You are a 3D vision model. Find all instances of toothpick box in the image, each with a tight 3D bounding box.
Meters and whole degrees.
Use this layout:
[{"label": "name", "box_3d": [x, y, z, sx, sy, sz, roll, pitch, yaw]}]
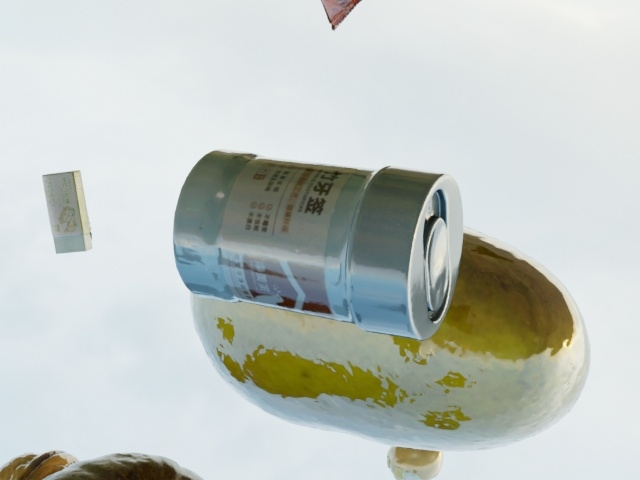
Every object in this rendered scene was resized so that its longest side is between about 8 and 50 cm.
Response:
[{"label": "toothpick box", "box_3d": [0.000, 0.000, 0.556, 0.153, 0.101, 0.101, 8, -150, 25]}]

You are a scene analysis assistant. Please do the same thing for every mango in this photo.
[{"label": "mango", "box_3d": [0.053, 0.070, 0.809, 0.301, 0.220, 0.445, 28, 164, -24]}]

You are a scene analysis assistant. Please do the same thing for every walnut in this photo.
[{"label": "walnut", "box_3d": [-0.322, 0.321, 1.077, 0.144, 0.180, 0.144, -4, -119, 7]}]

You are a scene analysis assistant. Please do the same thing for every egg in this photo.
[{"label": "egg", "box_3d": [0.134, 0.303, 1.254, 0.071, 0.083, 0.071, 12, -115, -28]}]

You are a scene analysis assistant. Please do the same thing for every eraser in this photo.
[{"label": "eraser", "box_3d": [-0.260, -0.029, 0.927, 0.038, 0.083, 0.019, -6, -172, 12]}]

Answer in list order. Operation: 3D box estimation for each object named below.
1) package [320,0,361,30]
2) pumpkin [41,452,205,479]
[{"label": "package", "box_3d": [0.006, -0.374, 1.153, 0.022, 0.083, 0.200, -6, -111, -45]}, {"label": "pumpkin", "box_3d": [-0.161, 0.280, 0.772, 0.219, 0.162, 0.219, 28, -147, -20]}]
